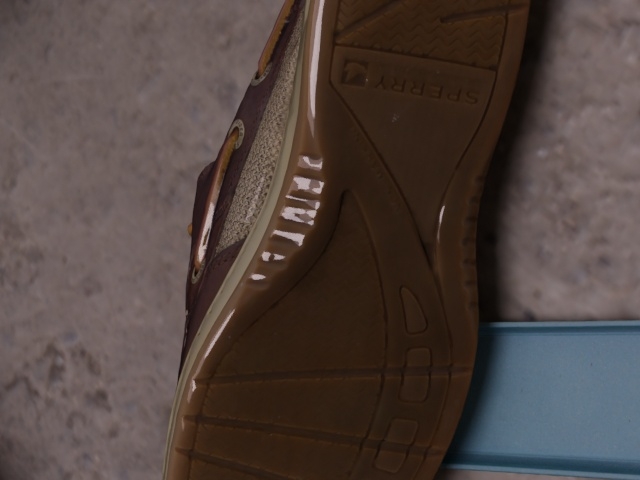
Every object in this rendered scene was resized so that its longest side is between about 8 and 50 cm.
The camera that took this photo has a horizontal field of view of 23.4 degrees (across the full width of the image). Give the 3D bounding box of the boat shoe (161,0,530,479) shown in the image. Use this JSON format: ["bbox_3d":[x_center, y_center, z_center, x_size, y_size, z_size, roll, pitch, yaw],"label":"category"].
[{"bbox_3d":[0.000,0.000,0.692,0.123,0.123,0.342,-141,62,-71],"label":"boat shoe"}]

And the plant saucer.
[{"bbox_3d":[0.086,0.068,0.681,0.192,0.018,0.067,-3,90,39],"label":"plant saucer"}]
